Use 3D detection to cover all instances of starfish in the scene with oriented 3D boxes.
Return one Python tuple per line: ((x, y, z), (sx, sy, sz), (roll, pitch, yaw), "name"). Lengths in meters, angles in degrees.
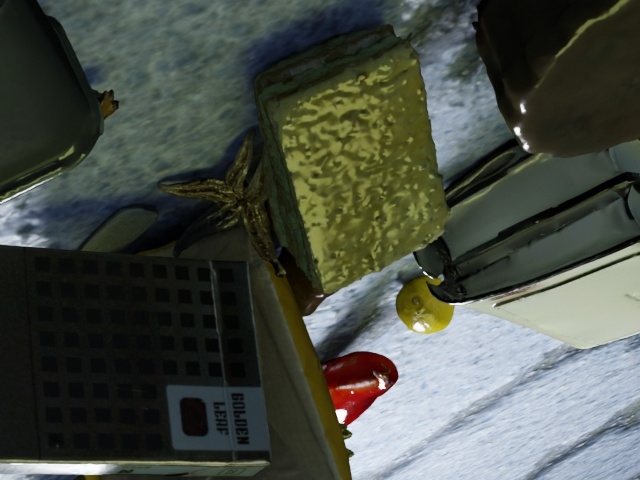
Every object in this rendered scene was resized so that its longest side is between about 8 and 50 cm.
((-0.069, -0.022, 1.532), (0.133, 0.041, 0.130), (-27, 118, 21), "starfish")

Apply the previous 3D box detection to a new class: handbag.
((0.273, 0.005, 1.878), (0.236, 0.160, 0.358), (-28, 158, 21), "handbag")

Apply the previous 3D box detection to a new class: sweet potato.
((0.001, 0.000, 1.645), (0.097, 0.097, 0.292), (-23, 159, -8), "sweet potato")

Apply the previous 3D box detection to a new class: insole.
((-0.208, 0.025, 1.579), (0.192, 0.010, 0.063), (-40, 155, 32), "insole")

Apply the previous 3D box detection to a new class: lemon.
((0.116, 0.071, 1.976), (0.065, 0.065, 0.092), (-33, 163, 18), "lemon")

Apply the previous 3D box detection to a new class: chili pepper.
((-0.019, 0.208, 2.077), (0.368, 0.092, 0.137), (-51, -179, 38), "chili pepper")

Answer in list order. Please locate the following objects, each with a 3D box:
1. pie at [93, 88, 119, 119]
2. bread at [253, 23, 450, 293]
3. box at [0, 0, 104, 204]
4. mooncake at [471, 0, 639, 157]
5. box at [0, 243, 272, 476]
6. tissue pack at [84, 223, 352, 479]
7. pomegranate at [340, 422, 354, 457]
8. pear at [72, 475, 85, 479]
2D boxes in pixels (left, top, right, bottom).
((-0.220, -0.068, 1.324), (0.170, 0.034, 0.092), (-34, 160, 35), "pie")
((0.021, -0.071, 1.434), (0.138, 0.102, 0.196), (-27, 130, -16), "bread")
((-0.285, -0.087, 1.089), (0.274, 0.138, 0.178), (-26, 153, -6), "box")
((0.231, -0.178, 1.458), (0.228, 0.124, 0.228), (-20, 153, -11), "mooncake")
((-0.198, 0.094, 1.422), (0.324, 0.180, 0.047), (5, 155, -29), "box")
((-0.097, 0.197, 1.687), (0.228, 0.293, 0.382), (-17, 160, -6), "tissue pack")
((-0.068, 0.221, 1.951), (0.205, 0.159, 0.159), (-1, 164, 16), "pomegranate")
((-0.198, 0.339, 2.057), (0.228, 0.188, 0.211), (-5, 180, 18), "pear")
